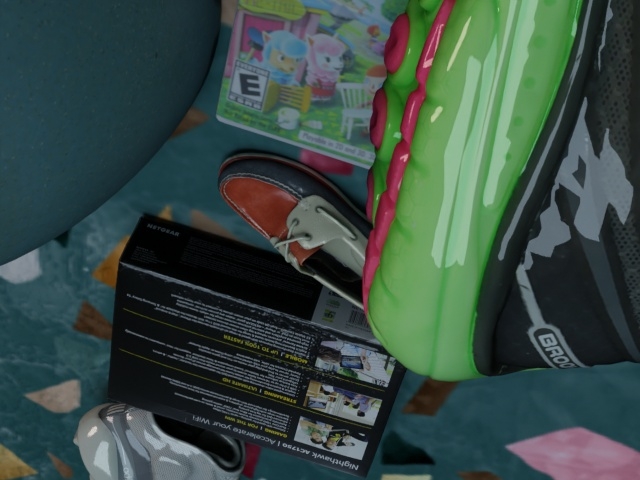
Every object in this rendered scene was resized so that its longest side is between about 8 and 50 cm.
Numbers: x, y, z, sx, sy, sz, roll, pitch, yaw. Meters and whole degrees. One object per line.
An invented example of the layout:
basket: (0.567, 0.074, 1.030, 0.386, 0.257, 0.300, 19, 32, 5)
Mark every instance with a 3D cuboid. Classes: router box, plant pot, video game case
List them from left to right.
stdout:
plant pot: (-0.213, -0.086, 0.592, 0.290, 0.195, 0.290, 9, 133, 10)
router box: (-0.039, 0.069, 0.781, 0.179, 0.046, 0.133, 17, 135, 3)
video game case: (0.066, -0.101, 0.605, 0.212, 0.023, 0.193, 18, 134, 1)

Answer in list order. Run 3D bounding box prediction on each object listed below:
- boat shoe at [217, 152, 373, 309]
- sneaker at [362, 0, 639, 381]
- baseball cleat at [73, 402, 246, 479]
boat shoe: (0.000, 0.000, 0.707, 0.137, 0.043, 0.049, 33, 135, -11)
sneaker: (0.156, -0.136, 0.445, 0.202, 0.185, 0.483, 10, 132, -10)
baseball cleat: (-0.085, 0.188, 0.891, 0.109, 0.072, 0.206, -17, 128, 23)
